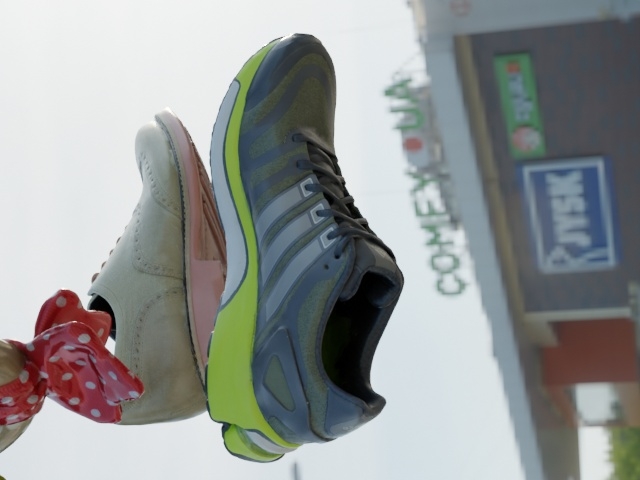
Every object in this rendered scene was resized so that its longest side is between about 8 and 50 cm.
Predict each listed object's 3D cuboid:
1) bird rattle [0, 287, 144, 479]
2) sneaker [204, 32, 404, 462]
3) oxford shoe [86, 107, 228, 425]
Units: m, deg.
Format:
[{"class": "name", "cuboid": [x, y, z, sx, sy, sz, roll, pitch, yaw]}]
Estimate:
[{"class": "bird rattle", "cuboid": [-0.264, 0.129, 1.013, 0.207, 0.253, 0.143, 16, -131, -47]}, {"class": "sneaker", "cuboid": [0.000, 0.000, 0.954, 0.111, 0.121, 0.300, 13, -107, -51]}, {"class": "oxford shoe", "cuboid": [-0.165, 0.013, 1.361, 0.397, 0.146, 0.140, -105, -2, -49]}]
